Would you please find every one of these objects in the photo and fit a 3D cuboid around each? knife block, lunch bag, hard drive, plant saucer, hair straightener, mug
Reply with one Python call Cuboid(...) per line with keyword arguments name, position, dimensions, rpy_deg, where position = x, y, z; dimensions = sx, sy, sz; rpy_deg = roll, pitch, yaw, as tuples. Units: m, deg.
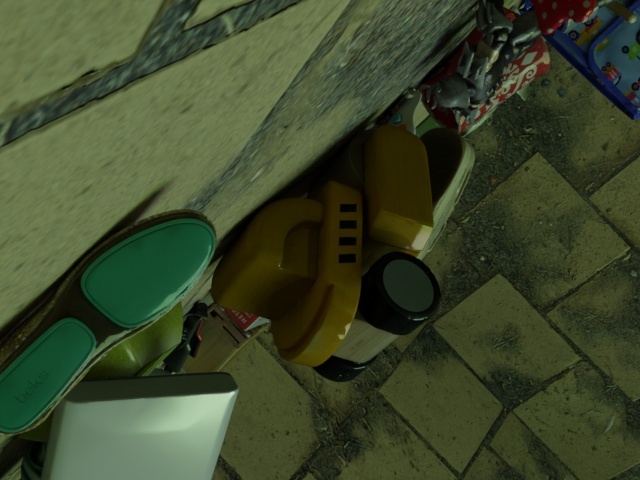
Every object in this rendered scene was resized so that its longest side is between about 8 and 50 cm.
Cuboid(name="knife block", position=(-0.215, 0.210, 1.717), dimensions=(0.242, 0.088, 0.275), rpy_deg=(-45, 177, 9))
Cuboid(name="lunch bag", position=(0.503, -0.355, 1.512), dimensions=(0.221, 0.293, 0.138), rpy_deg=(-45, 177, 7))
Cuboid(name="hard drive", position=(-0.229, 0.291, 1.108), dimensions=(0.203, 0.040, 0.308), rpy_deg=(1, 121, -30))
Cuboid(name="plant saucer", position=(-0.246, 0.163, 1.124), dimensions=(0.188, 0.045, 0.188), rpy_deg=(-45, 177, 15))
Cuboid(name="hair straightener", position=(-0.214, 0.160, 1.449), dimensions=(0.089, 0.047, 0.230), rpy_deg=(-42, 176, -30))
Cuboid(name="mug", position=(0.227, -0.254, 1.362), dimensions=(0.169, 0.150, 0.113), rpy_deg=(-39, -148, -9))

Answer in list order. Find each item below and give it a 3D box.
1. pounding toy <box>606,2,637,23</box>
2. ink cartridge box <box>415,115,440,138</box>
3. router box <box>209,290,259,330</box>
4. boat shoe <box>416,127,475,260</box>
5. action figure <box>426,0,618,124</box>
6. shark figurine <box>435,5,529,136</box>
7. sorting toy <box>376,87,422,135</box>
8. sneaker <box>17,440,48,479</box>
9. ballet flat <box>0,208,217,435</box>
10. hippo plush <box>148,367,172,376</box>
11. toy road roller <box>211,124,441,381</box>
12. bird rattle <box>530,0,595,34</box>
Cuboid(name="pounding toy", position=(0.423, -0.396, 1.241), dimensions=(0.154, 0.155, 0.269), rpy_deg=(-39, 177, -1))
Cuboid(name="ink cartridge box", position=(0.246, -0.232, 1.975), dimensions=(0.209, 0.062, 0.109), rpy_deg=(-43, 177, -6))
Cuboid(name="router box", position=(-0.026, 0.012, 1.555), dimensions=(0.301, 0.082, 0.335), rpy_deg=(-44, 177, 0))
Cuboid(name="boat shoe", position=(0.131, -0.020, 1.381), dimensions=(0.302, 0.109, 0.098), rpy_deg=(-60, 151, 8))
Cuboid(name="action figure", position=(0.245, -0.257, 1.214), dimensions=(0.285, 0.099, 0.185), rpy_deg=(-37, 172, -12))
Cuboid(name="shark figurine", position=(0.237, -0.240, 1.544), dimensions=(0.278, 0.116, 0.166), rpy_deg=(-51, 144, -6))
Cuboid(name="sorting toy", position=(0.116, -0.177, 1.307), dimensions=(0.075, 0.044, 0.083), rpy_deg=(-59, -167, 11))
Cuboid(name="sneaker", position=(-0.373, 0.325, 1.179), dimensions=(0.318, 0.127, 0.208), rpy_deg=(-16, 128, -11))
Cuboid(name="ballet flat", position=(-0.163, 0.048, 0.662), dimensions=(0.206, 0.073, 0.067), rpy_deg=(-41, -157, -12))
Cuboid(name="hippo plush", position=(-0.263, 0.333, 1.419), dimensions=(0.236, 0.234, 0.294), rpy_deg=(-62, 175, -62))
Cuboid(name="toy road roller", position=(0.000, 0.000, 1.193), dimensions=(0.202, 0.240, 0.330), rpy_deg=(-46, -147, 47))
Cuboid(name="bird rattle", position=(0.342, -0.344, 1.045), dimensions=(0.253, 0.143, 0.207), rpy_deg=(-25, -147, 39))
